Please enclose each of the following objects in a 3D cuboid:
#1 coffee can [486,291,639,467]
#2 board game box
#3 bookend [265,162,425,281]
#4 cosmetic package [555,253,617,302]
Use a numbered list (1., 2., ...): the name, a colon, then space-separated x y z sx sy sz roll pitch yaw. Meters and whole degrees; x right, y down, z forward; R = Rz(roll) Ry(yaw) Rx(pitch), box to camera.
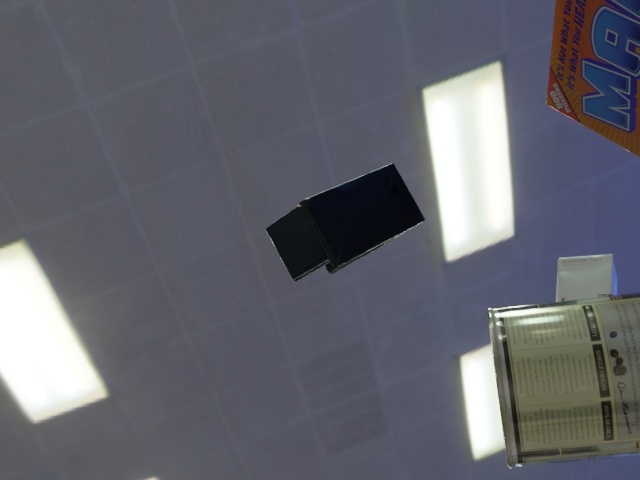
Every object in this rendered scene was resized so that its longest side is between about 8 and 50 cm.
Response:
1. coffee can: 0.355 0.167 1.069 0.275 0.202 0.202 -7 -49 10
2. board game box: 0.601 -0.343 1.288 0.356 0.356 0.356 -33 -39 -21
3. bookend: 0.000 0.000 0.915 0.156 0.072 0.157 -32 -4 42
4. cosmetic package: 0.540 0.136 1.762 0.117 0.231 0.086 -6 -47 21
